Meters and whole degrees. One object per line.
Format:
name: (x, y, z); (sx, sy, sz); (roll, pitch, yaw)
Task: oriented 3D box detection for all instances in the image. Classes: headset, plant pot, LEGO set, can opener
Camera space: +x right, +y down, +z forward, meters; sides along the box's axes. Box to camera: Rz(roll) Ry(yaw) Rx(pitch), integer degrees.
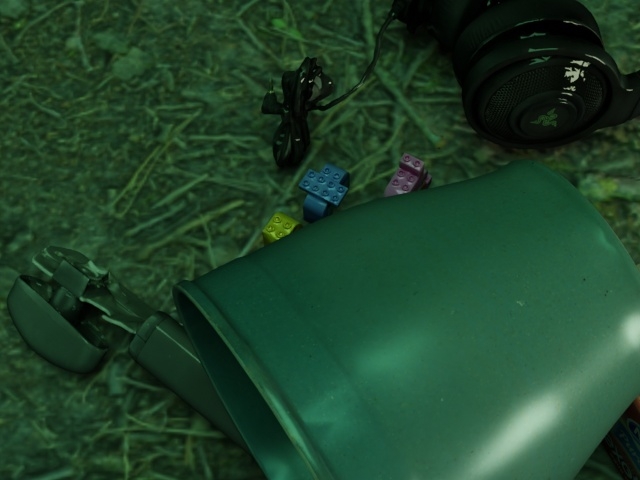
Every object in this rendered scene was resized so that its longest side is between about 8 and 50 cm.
headset: (0.142, -0.170, 1.273); (0.394, 0.185, 0.243); (-19, 61, -24)
plant pot: (0.078, 0.082, 0.992); (0.255, 0.271, 0.271); (-31, 69, -12)
LEGO set: (0.000, 0.000, 1.196); (0.087, 0.093, 0.227); (28, 69, 13)
can opener: (-0.129, 0.103, 1.177); (0.283, 0.076, 0.095); (37, 103, 16)

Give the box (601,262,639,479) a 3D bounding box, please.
box: (0.294, 0.141, 1.110); (0.128, 0.122, 0.257); (-24, 67, -10)
